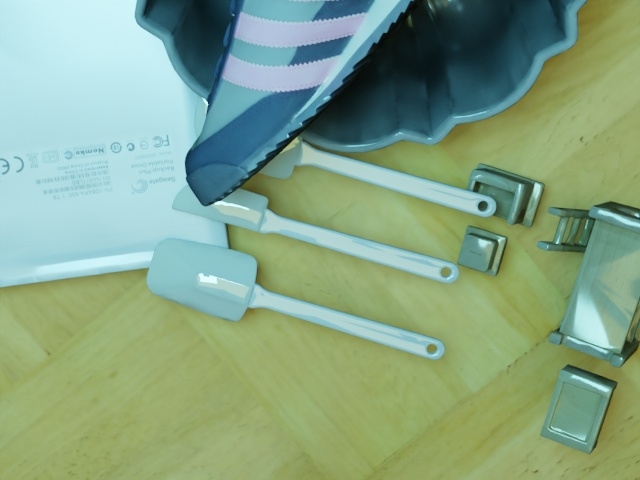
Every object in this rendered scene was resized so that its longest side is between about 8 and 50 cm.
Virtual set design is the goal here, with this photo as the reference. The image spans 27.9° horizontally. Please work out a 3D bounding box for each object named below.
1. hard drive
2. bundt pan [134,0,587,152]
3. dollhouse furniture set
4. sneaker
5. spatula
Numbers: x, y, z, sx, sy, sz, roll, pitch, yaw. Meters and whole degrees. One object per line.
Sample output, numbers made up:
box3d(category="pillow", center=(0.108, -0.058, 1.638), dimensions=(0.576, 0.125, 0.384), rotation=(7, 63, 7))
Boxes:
box3d(category="hard drive", center=(-0.196, -0.132, 0.994), dimensions=(0.210, 0.040, 0.319), rotation=(-8, 101, -1))
box3d(category="bundt pan", center=(0.029, -0.230, 0.900), dimensions=(0.330, 0.124, 0.331), rotation=(2, 127, 2))
box3d(category="dollhouse furniture set", center=(0.177, 0.048, 1.035), dimensions=(0.161, 0.101, 0.182), rotation=(20, 101, 19))
box3d(category="sneaker", center=(-0.018, -0.158, 0.833), dimensions=(0.131, 0.112, 0.319), rotation=(41, 122, -1))
box3d(category="spatula", center=(0.000, 0.000, 0.996), dimensions=(0.242, 0.019, 0.168), rotation=(17, 100, -4))
